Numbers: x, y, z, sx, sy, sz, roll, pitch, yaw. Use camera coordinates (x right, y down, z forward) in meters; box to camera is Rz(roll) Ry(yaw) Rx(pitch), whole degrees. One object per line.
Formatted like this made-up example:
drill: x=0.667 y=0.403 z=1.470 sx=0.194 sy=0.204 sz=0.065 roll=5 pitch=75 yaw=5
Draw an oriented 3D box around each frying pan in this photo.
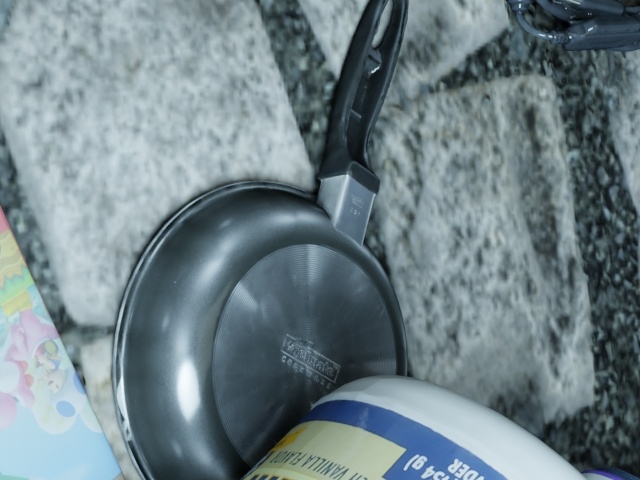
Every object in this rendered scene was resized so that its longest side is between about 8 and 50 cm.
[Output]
frying pan: x=0.014 y=0.024 z=1.084 sx=0.326 sy=0.053 sz=0.197 roll=-49 pitch=119 yaw=-30

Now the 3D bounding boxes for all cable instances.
cable: x=0.180 y=-0.195 z=1.258 sx=0.184 sy=0.047 sz=0.150 roll=-10 pitch=88 yaw=-40

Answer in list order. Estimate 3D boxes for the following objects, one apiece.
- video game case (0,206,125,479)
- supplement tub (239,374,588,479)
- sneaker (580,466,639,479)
video game case: x=-0.197 y=0.089 z=0.897 sx=0.204 sy=0.025 sz=0.285 roll=-35 pitch=110 yaw=-39
supplement tub: x=-0.006 y=0.239 z=0.904 sx=0.316 sy=0.228 sz=0.228 roll=-44 pitch=115 yaw=-25
sneaker: x=0.283 y=0.166 z=1.234 sx=0.236 sy=0.130 sz=0.323 roll=-55 pitch=128 yaw=-17
